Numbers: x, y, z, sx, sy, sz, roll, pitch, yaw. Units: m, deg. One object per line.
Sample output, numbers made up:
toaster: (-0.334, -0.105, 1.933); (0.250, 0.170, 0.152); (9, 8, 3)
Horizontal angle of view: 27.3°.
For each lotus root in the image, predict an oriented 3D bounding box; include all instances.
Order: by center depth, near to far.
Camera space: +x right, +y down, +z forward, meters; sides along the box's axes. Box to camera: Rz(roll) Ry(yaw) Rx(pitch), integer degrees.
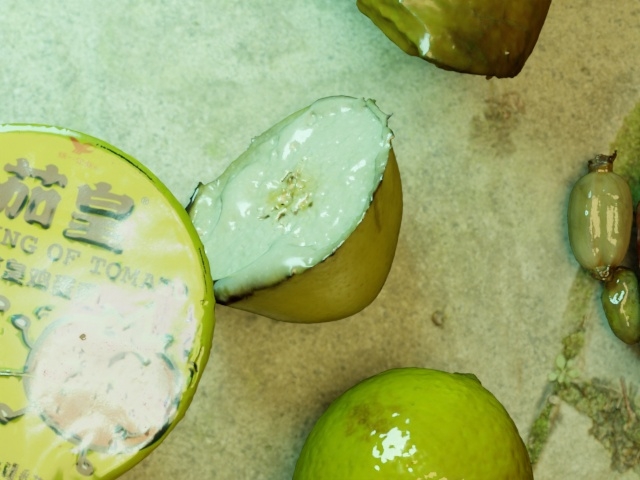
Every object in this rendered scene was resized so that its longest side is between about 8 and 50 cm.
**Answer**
lotus root: (0.316, -0.028, 1.493); (0.073, 0.062, 0.150); (1, 86, 7)

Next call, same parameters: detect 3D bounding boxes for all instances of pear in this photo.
pear: (0.002, -0.001, 1.354); (0.267, 0.267, 0.178); (-49, 124, -12)

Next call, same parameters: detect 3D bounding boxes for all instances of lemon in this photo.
lemon: (0.090, 0.262, 1.324); (0.267, 0.267, 0.267); (1, 88, -15)

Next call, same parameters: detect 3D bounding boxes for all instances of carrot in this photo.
carrot: (0.142, -0.306, 1.364); (0.241, 0.241, 0.341); (29, 78, -12)

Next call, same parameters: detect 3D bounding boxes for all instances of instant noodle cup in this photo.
instant noodle cup: (-0.279, 0.065, 1.224); (0.325, 0.254, 0.326); (1, 88, -16)

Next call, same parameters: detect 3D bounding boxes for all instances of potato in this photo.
potato: (0.344, 0.074, 1.505); (0.046, 0.045, 0.092); (-8, 89, 17)

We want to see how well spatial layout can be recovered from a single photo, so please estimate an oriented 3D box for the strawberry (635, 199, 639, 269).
strawberry: (0.431, 0.067, 1.476); (0.280, 0.150, 0.253); (44, 43, -5)
